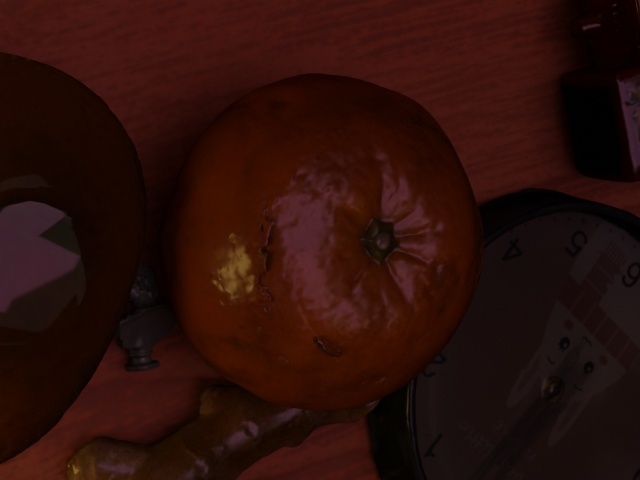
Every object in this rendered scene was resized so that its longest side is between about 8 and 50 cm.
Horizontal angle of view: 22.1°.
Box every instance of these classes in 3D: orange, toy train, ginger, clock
[{"bbox_3d":[-0.275,0.014,1.274,0.262,0.196,0.334,27,87,-13],"label":"orange"},{"bbox_3d":[0.348,-0.193,1.588,0.231,0.163,0.369,-16,100,-17],"label":"toy train"},{"bbox_3d":[-0.073,0.179,1.436,0.299,0.065,0.118,-24,91,-25],"label":"ginger"},{"bbox_3d":[0.000,0.000,1.373,0.284,0.226,0.284,-1,92,-33],"label":"orange"},{"bbox_3d":[0.225,0.144,1.584,0.386,0.076,0.386,-2,93,-28],"label":"clock"}]

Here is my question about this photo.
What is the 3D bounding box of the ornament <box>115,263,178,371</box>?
[{"bbox_3d":[-0.153,0.066,1.402,0.068,0.041,0.092,28,70,-46],"label":"ornament"}]
